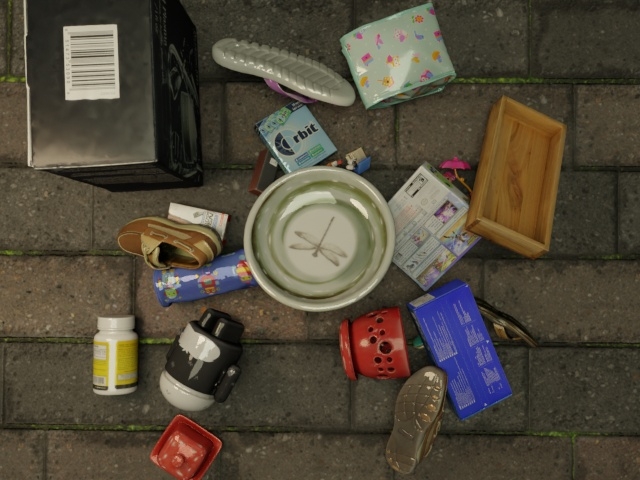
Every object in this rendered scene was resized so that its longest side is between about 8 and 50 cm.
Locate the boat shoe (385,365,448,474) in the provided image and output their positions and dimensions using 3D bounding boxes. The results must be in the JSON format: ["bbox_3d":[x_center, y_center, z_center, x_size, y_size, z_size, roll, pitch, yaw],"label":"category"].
[{"bbox_3d":[0.271,0.475,1.712,0.123,0.116,0.324,32,114,35],"label":"boat shoe"}]

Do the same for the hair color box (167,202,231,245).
[{"bbox_3d":[-0.346,-0.045,1.789,0.167,0.053,0.093,11,90,3],"label":"hair color box"}]

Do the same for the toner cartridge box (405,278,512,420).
[{"bbox_3d":[0.376,0.295,1.714,0.165,0.075,0.347,-25,101,-5],"label":"toner cartridge box"}]

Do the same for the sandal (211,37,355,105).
[{"bbox_3d":[-0.101,-0.451,1.759,0.417,0.169,0.102,23,132,4],"label":"sandal"}]

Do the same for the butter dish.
[{"bbox_3d":[-0.381,0.591,1.744,0.160,0.118,0.159,33,89,2],"label":"butter dish"}]

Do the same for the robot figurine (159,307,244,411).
[{"bbox_3d":[-0.319,0.328,1.725,0.174,0.209,0.278,28,89,-15],"label":"robot figurine"}]

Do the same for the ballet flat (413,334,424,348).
[{"bbox_3d":[0.337,0.259,1.771,0.168,0.057,0.052,-38,117,3],"label":"ballet flat"}]

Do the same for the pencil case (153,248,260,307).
[{"bbox_3d":[-0.303,0.096,1.752,0.306,0.133,0.119,-12,109,2],"label":"pencil case"}]

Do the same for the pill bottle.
[{"bbox_3d":[-0.566,0.314,1.754,0.119,0.119,0.208,1,89,1],"label":"pill bottle"}]

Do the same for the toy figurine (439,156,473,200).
[{"bbox_3d":[0.379,-0.147,1.764,0.173,0.130,0.159,-36,74,24],"label":"toy figurine"}]

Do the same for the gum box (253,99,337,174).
[{"bbox_3d":[-0.069,-0.283,1.773,0.157,0.041,0.184,-34,88,-16],"label":"gum box"}]

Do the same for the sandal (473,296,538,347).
[{"bbox_3d":[0.498,0.236,1.752,0.219,0.090,0.060,30,106,0],"label":"sandal"}]

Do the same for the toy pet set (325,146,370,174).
[{"bbox_3d":[0.076,-0.204,1.765,0.114,0.122,0.065,-33,101,-26],"label":"toy pet set"}]

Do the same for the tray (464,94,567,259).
[{"bbox_3d":[0.518,-0.171,1.665,0.203,0.076,0.410,23,63,-8],"label":"tray"}]

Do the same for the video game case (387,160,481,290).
[{"bbox_3d":[0.285,-0.036,1.714,0.244,0.061,0.269,42,120,3],"label":"video game case"}]

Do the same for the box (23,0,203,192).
[{"bbox_3d":[-0.492,-0.386,1.589,0.298,0.472,0.479,-3,89,0],"label":"box"}]

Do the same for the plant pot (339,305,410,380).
[{"bbox_3d":[0.145,0.281,1.708,0.174,0.191,0.191,-7,89,8],"label":"plant pot"}]

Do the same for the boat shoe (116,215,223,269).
[{"bbox_3d":[-0.423,0.014,1.701,0.324,0.120,0.122,2,128,26],"label":"boat shoe"}]

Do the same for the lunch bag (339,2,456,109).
[{"bbox_3d":[0.205,-0.492,1.735,0.262,0.160,0.223,-19,89,-5],"label":"lunch bag"}]

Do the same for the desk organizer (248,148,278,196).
[{"bbox_3d":[-0.158,-0.191,1.788,0.047,0.050,0.130,25,72,-31],"label":"desk organizer"}]

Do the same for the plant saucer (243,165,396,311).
[{"bbox_3d":[0.000,0.000,1.693,0.401,0.100,0.400,-1,74,5],"label":"plant saucer"}]
